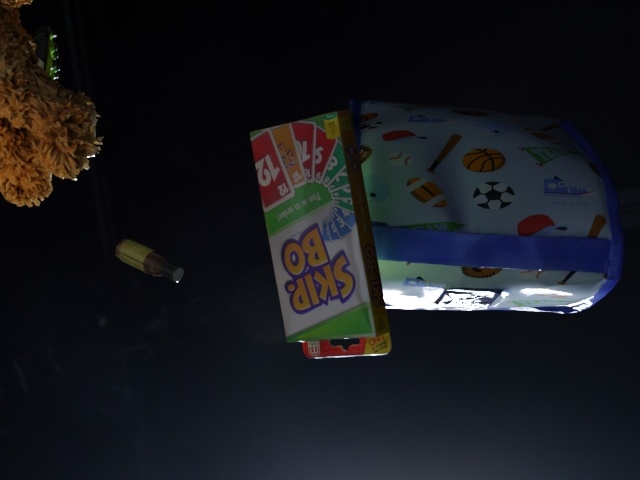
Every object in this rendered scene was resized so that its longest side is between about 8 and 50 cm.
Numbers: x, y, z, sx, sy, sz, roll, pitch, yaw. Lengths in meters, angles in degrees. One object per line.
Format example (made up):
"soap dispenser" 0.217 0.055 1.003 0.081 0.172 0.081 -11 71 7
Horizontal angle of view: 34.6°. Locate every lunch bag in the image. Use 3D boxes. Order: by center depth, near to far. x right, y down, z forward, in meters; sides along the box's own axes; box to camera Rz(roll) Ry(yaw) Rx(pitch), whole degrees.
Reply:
"lunch bag" 0.180 -0.032 1.299 0.328 0.385 0.238 3 -74 0

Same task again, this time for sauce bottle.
"sauce bottle" -0.284 0.035 1.711 0.128 0.042 0.042 25 -58 27

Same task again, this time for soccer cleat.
"soccer cleat" -0.355 -0.194 1.238 0.072 0.179 0.060 2 -36 -8

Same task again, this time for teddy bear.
"teddy bear" -0.354 -0.188 1.037 0.245 0.113 0.338 -4 -67 42

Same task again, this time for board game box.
"board game box" 0.000 0.000 1.099 0.124 0.039 0.259 -8 -85 38
